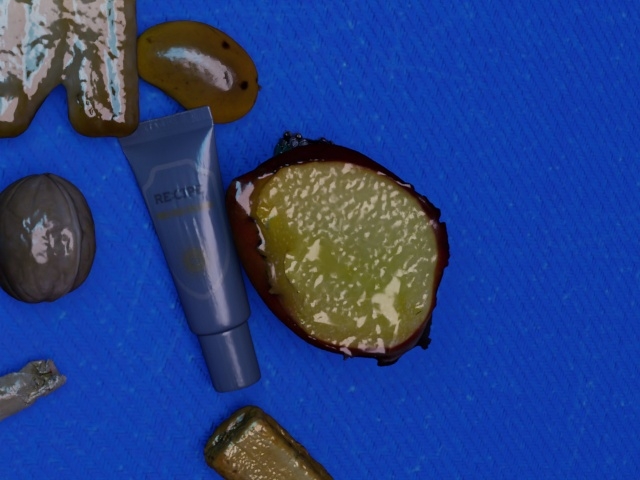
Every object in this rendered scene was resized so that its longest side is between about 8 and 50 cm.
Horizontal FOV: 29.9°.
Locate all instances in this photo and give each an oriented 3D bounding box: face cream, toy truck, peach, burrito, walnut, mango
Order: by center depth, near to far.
[{"bbox_3d":[-0.352,-0.002,1.513,0.140,0.140,0.162,-11,90,-22],"label":"walnut"},{"bbox_3d":[-0.422,0.207,1.554,0.188,0.045,0.058,-27,99,-17],"label":"burrito"},{"bbox_3d":[-0.161,-0.230,1.598,0.178,0.090,0.115,34,90,-15],"label":"mango"},{"bbox_3d":[-0.162,0.018,1.623,0.136,0.086,0.385,-12,102,13],"label":"face cream"},{"bbox_3d":[0.000,0.000,1.628,0.362,0.201,0.257,30,88,-27],"label":"peach"},{"bbox_3d":[-0.022,-0.127,1.695,0.083,0.039,0.044,8,109,-23],"label":"toy truck"}]

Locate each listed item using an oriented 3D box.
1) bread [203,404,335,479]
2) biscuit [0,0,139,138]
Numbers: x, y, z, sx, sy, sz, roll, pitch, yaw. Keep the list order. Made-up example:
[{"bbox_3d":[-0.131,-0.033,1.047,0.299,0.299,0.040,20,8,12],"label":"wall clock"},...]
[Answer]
[{"bbox_3d":[-0.066,0.330,1.702,0.114,0.083,0.211,-44,111,-8],"label":"bread"},{"bbox_3d":[-0.345,-0.271,1.511,0.237,0.062,0.290,-4,92,-18],"label":"biscuit"}]
